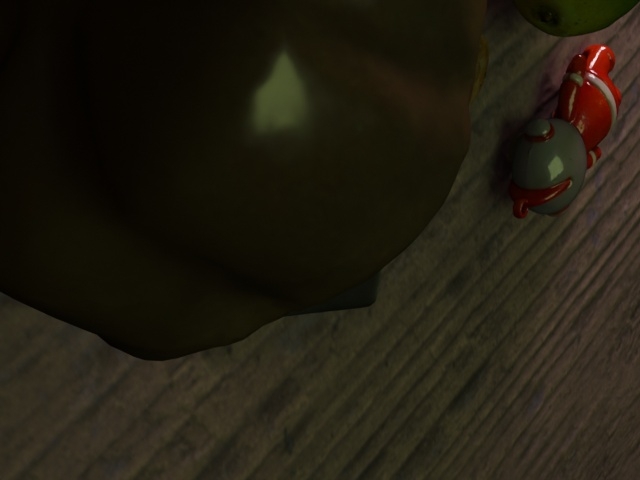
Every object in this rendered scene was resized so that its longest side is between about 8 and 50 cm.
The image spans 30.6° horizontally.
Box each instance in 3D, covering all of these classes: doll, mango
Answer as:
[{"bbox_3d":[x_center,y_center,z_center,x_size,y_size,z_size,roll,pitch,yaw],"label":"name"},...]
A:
[{"bbox_3d":[0.360,-0.147,1.739,0.336,0.105,0.200,-55,140,-33],"label":"doll"},{"bbox_3d":[0.380,-0.421,1.570,0.382,0.201,0.225,-44,124,-34],"label":"mango"}]

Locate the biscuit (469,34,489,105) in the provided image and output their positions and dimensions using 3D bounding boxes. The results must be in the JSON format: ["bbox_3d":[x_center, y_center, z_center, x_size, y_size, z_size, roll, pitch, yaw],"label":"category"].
[{"bbox_3d":[0.143,-0.225,1.495,0.247,0.029,0.118,2,103,-50],"label":"biscuit"}]

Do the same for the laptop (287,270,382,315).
[{"bbox_3d":[0.000,0.000,1.421,0.269,0.015,0.188,-3,106,-50],"label":"laptop"}]

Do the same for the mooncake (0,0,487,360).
[{"bbox_3d":[-0.116,-0.151,0.878,0.262,0.467,0.467,27,83,-51],"label":"mooncake"}]
